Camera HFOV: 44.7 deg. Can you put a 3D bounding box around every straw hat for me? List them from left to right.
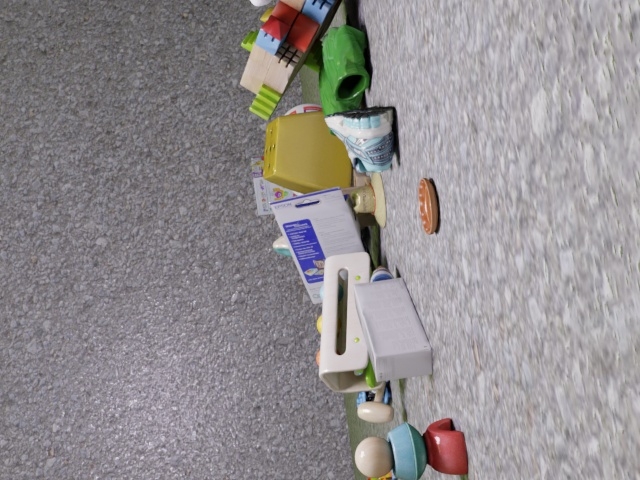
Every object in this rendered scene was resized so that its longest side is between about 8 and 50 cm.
[{"bbox_3d":[0.097,-0.088,1.663,0.144,0.061,0.144,172,90,-86],"label":"straw hat"}]

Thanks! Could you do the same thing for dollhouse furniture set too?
[{"bbox_3d":[0.054,-0.094,1.833,0.151,0.123,0.144,-102,7,-58],"label":"dollhouse furniture set"}]

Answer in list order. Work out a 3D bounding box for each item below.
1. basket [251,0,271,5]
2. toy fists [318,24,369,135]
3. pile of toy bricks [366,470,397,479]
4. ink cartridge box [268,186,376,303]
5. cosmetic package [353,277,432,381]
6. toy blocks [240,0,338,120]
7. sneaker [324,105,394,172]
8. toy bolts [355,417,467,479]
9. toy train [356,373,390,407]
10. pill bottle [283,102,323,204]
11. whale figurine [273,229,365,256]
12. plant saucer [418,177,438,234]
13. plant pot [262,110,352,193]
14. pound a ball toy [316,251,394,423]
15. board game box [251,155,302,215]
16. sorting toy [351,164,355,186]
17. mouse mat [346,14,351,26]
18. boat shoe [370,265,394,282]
[{"bbox_3d":[-0.113,-0.674,1.406,0.328,0.266,0.331,45,157,32],"label":"basket"},{"bbox_3d":[0.051,-0.350,1.678,0.279,0.096,0.142,97,158,-69],"label":"toy fists"},{"bbox_3d":[0.149,0.666,1.937,0.118,0.105,0.212,88,174,-52],"label":"pile of toy bricks"},{"bbox_3d":[0.014,0.001,1.746,0.065,0.165,0.332,-88,-17,-46],"label":"ink cartridge box"},{"bbox_3d":[0.126,0.155,1.396,0.239,0.099,0.060,-103,4,-62],"label":"cosmetic package"},{"bbox_3d":[-0.040,-0.481,1.679,0.381,0.191,0.261,-61,4,-30],"label":"toy blocks"},{"bbox_3d":[0.075,-0.187,1.478,0.283,0.110,0.122,-113,13,-78],"label":"sneaker"},{"bbox_3d":[0.138,0.384,1.131,0.218,0.159,0.228,139,124,-86],"label":"toy bolts"},{"bbox_3d":[0.129,0.368,1.939,0.184,0.080,0.105,90,178,-64],"label":"toy train"},{"bbox_3d":[-0.021,-0.245,2.290,0.181,0.182,0.323,87,175,-46],"label":"pill bottle"},{"bbox_3d":[0.000,0.000,1.947,0.272,0.216,0.141,-34,-57,-50],"label":"whale figurine"},{"bbox_3d":[0.158,-0.050,1.137,0.083,0.013,0.083,173,90,-86],"label":"plant saucer"},{"bbox_3d":[-0.038,-0.222,1.967,0.212,0.187,0.212,180,95,-73],"label":"plant pot"},{"bbox_3d":[0.070,0.216,1.681,0.208,0.136,0.319,55,-148,-53],"label":"pound a ball toy"},{"bbox_3d":[-0.075,-0.191,2.499,0.142,0.275,0.144,-102,6,-55],"label":"board game box"},{"bbox_3d":[0.083,-0.167,2.008,0.075,0.045,0.083,55,159,39],"label":"sorting toy"},{"bbox_3d":[0.074,-0.418,1.851,0.189,0.007,0.152,86,175,-49],"label":"mouse mat"},{"bbox_3d":[0.134,0.136,1.568,0.066,0.066,0.183,-77,-14,-65],"label":"boat shoe"}]
